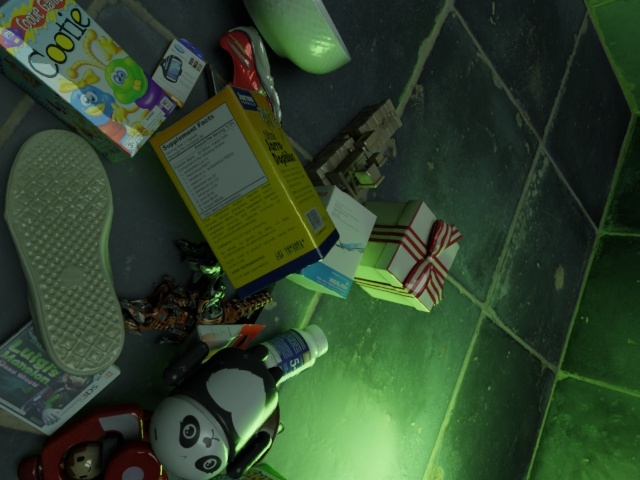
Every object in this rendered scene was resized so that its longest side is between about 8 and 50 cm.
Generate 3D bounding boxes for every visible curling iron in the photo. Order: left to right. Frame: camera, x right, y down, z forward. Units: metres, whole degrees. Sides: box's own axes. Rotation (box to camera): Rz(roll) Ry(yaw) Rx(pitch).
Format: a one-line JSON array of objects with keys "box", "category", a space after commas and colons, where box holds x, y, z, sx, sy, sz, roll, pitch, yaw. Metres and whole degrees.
[{"box": [-0.215, -0.265, 1.033, 0.068, 0.035, 0.274, -15, 102, 2], "category": "curling iron"}]

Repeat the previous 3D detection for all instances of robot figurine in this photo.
[{"box": [-0.191, 0.320, 0.868, 0.278, 0.209, 0.174, -38, 147, -49], "category": "robot figurine"}]

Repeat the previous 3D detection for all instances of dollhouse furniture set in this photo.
[{"box": [0.139, -0.187, 1.128, 0.182, 0.160, 0.101, -49, 121, -23], "category": "dollhouse furniture set"}]

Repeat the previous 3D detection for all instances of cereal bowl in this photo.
[{"box": [-0.071, -0.517, 1.001, 0.339, 0.141, 0.339, 53, 19, -27], "category": "cereal bowl"}]

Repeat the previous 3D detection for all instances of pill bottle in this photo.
[{"box": [-0.078, 0.288, 1.144, 0.186, 0.112, 0.112, -21, 106, -35], "category": "pill bottle"}]

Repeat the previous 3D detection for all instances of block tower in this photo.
[{"box": [0.087, -0.257, 1.243, 0.335, 0.097, 0.091, -47, 120, -24], "category": "block tower"}]

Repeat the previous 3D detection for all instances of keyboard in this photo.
[{"box": [-0.189, 0.166, 1.102, 0.192, 0.038, 0.100, -62, 142, -14], "category": "keyboard"}]

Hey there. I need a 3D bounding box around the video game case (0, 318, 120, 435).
[{"box": [-0.506, 0.249, 0.827, 0.173, 0.022, 0.190, -42, 119, -8], "category": "video game case"}]

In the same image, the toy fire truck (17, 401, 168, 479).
[{"box": [-0.431, 0.477, 0.863, 0.253, 0.169, 0.303, -5, 98, -18], "category": "toy fire truck"}]

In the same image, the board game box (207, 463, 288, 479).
[{"box": [-0.186, 0.599, 1.075, 0.259, 0.124, 0.039, 9, 87, -38], "category": "board game box"}]

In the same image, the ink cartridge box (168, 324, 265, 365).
[{"box": [-0.226, 0.245, 1.004, 0.179, 0.045, 0.145, 12, 131, -43], "category": "ink cartridge box"}]

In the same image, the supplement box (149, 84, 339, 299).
[{"box": [-0.138, -0.099, 0.914, 0.357, 0.194, 0.195, 62, 17, -6], "category": "supplement box"}]

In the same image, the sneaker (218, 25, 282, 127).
[{"box": [-0.162, -0.345, 1.047, 0.118, 0.107, 0.279, -17, 117, -3], "category": "sneaker"}]

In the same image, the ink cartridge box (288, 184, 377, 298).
[{"box": [0.000, 0.000, 1.143, 0.168, 0.171, 0.233, 31, 75, -36], "category": "ink cartridge box"}]

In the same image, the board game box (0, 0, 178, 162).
[{"box": [-0.425, -0.288, 0.800, 0.275, 0.144, 0.142, 45, 66, -33], "category": "board game box"}]

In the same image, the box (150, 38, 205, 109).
[{"box": [-0.307, -0.362, 0.963, 0.081, 0.028, 0.136, 33, 71, -35], "category": "box"}]

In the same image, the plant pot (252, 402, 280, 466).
[{"box": [-0.208, 0.411, 1.031, 0.165, 0.167, 0.167, 32, 74, -27], "category": "plant pot"}]

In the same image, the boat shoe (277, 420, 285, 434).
[{"box": [-0.137, 0.482, 1.159, 0.125, 0.038, 0.046, 33, 74, -35], "category": "boat shoe"}]

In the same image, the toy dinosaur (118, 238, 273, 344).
[{"box": [-0.268, 0.123, 0.983, 0.321, 0.164, 0.219, -6, 111, -51], "category": "toy dinosaur"}]

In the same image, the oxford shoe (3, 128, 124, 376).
[{"box": [-0.451, 0.018, 0.798, 0.169, 0.130, 0.450, -8, 78, -35], "category": "oxford shoe"}]

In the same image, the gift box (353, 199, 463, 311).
[{"box": [0.243, 0.041, 1.284, 0.276, 0.258, 0.255, 36, 72, -34], "category": "gift box"}]
